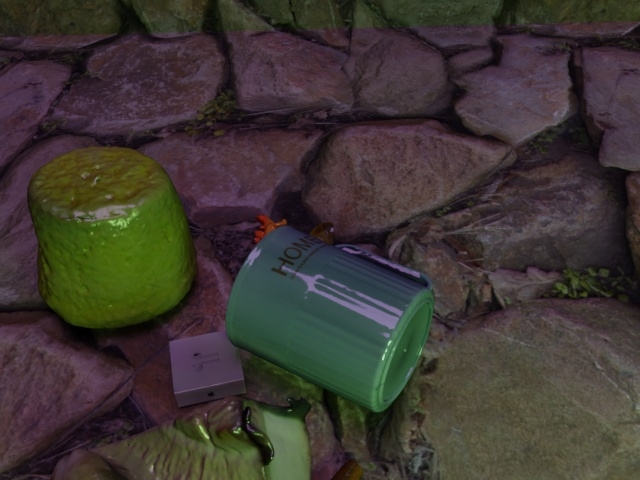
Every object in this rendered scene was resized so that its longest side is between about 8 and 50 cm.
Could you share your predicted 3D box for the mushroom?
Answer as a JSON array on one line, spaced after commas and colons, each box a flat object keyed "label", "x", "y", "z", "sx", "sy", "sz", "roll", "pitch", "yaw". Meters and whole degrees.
[{"label": "mushroom", "x": -0.214, "y": 0.415, "z": 1.015, "sx": 0.397, "sy": 0.224, "sz": 0.313, "roll": -16, "pitch": 62, "yaw": 18}]

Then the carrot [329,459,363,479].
[{"label": "carrot", "x": 0.017, "y": 0.420, "z": 1.085, "sx": 0.055, "sy": 0.055, "sz": 0.161, "roll": 19, "pitch": 41, "yaw": 23}]

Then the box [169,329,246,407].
[{"label": "box", "x": -0.218, "y": 0.244, "z": 1.301, "sx": 0.129, "sy": 0.051, "sz": 0.130, "roll": -10, "pitch": 40, "yaw": -10}]

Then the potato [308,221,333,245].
[{"label": "potato", "x": 0.000, "y": 0.000, "z": 1.543, "sx": 0.066, "sy": 0.103, "sz": 0.096, "roll": 0, "pitch": 39, "yaw": -3}]

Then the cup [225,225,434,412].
[{"label": "cup", "x": 0.039, "y": 0.148, "z": 1.287, "sx": 0.311, "sy": 0.256, "sz": 0.331, "roll": 23, "pitch": 6, "yaw": 24}]

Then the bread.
[{"label": "bread", "x": -0.446, "y": -0.020, "z": 1.426, "sx": 0.348, "sy": 0.307, "sz": 0.348, "roll": -3, "pitch": 37, "yaw": 2}]

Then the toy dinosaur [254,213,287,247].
[{"label": "toy dinosaur", "x": -0.094, "y": 0.031, "z": 1.537, "sx": 0.117, "sy": 0.070, "sz": 0.288, "roll": -23, "pitch": 48, "yaw": -19}]
